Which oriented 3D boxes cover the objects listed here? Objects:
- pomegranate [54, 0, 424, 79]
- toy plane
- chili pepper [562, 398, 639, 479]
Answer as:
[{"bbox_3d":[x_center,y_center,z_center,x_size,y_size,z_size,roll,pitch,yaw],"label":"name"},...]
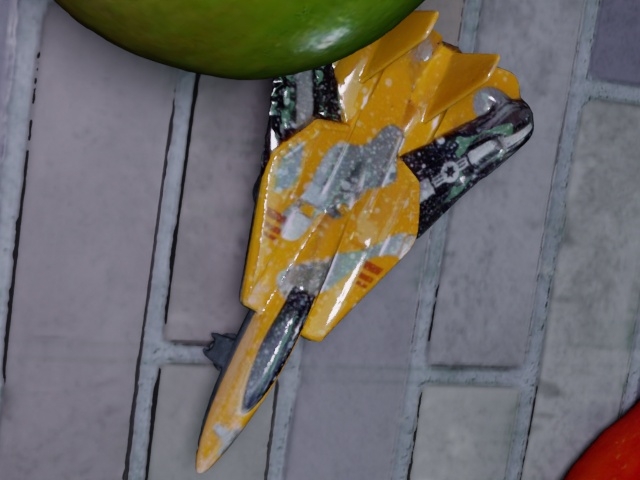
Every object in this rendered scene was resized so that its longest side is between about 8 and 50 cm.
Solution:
[{"bbox_3d":[0.015,-0.222,0.608,0.216,0.358,0.310,38,60,-42],"label":"pomegranate"},{"bbox_3d":[-0.005,-0.003,0.779,0.204,0.103,0.316,29,93,-26],"label":"toy plane"},{"bbox_3d":[0.210,0.255,0.940,0.137,0.092,0.368,29,89,-39],"label":"chili pepper"}]
